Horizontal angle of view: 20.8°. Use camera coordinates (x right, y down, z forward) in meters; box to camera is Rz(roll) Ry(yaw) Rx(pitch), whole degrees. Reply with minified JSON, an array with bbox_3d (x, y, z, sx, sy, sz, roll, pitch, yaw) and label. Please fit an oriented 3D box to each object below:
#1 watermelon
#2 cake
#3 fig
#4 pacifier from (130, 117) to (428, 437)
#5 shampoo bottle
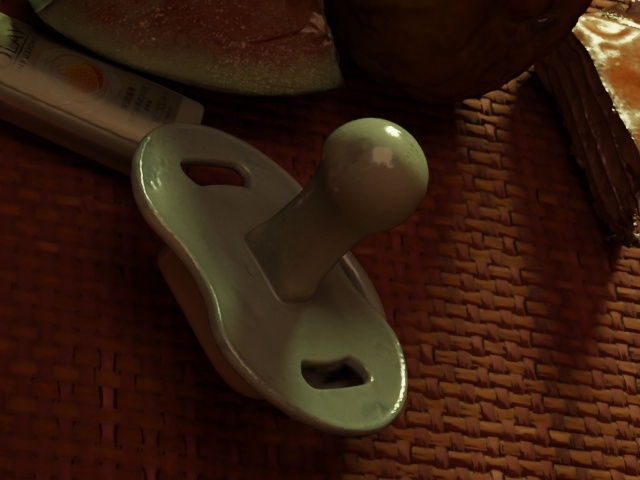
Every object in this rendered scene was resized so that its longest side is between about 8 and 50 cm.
[{"bbox_3d":[-0.103,-0.247,1.430,0.261,0.201,0.213,7,35,-19],"label":"watermelon"},{"bbox_3d":[0.258,-0.114,1.582,0.135,0.098,0.287,18,45,-15],"label":"cake"},{"bbox_3d":[0.063,-0.296,1.538,0.368,0.286,0.286,32,43,32],"label":"fig"},{"bbox_3d":[0.000,0.000,1.284,0.238,0.226,0.287,1,54,-48],"label":"pacifier"},{"bbox_3d":[-0.208,-0.118,1.377,0.227,0.056,0.086,25,46,-7],"label":"shampoo bottle"}]
